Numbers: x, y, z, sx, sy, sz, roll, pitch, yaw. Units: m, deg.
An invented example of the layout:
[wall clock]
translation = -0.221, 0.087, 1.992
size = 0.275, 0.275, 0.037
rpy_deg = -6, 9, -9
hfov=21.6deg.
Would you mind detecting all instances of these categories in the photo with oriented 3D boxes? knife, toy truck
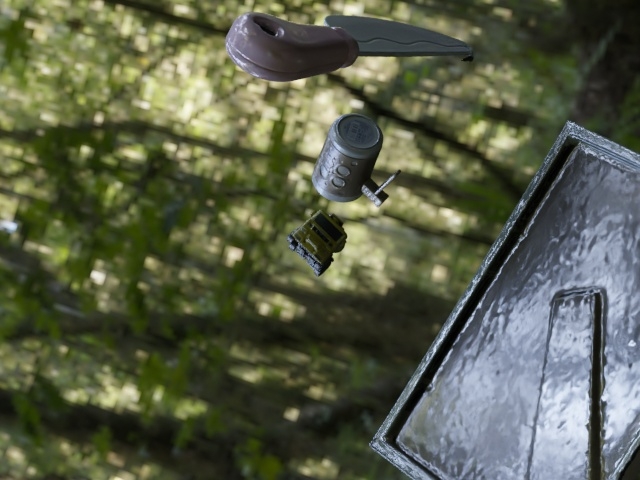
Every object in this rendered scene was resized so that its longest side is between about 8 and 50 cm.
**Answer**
[knife]
translation = 0.029, -0.184, 1.562
size = 0.336, 0.081, 0.043
rpy_deg = -9, -45, -53
[toy truck]
translation = 0.000, 0.000, 1.742
size = 0.054, 0.049, 0.083
rpy_deg = -45, -6, -5

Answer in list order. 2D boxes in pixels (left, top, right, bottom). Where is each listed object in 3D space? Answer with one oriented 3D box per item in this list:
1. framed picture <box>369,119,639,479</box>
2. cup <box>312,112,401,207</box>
[framed picture]
translation = 0.174, 0.072, 1.186
size = 0.016, 0.213, 0.289
rpy_deg = 30, -89, -42
[cup]
translation = 0.042, -0.095, 2.104
size = 0.074, 0.102, 0.099
rpy_deg = -16, -31, -26
